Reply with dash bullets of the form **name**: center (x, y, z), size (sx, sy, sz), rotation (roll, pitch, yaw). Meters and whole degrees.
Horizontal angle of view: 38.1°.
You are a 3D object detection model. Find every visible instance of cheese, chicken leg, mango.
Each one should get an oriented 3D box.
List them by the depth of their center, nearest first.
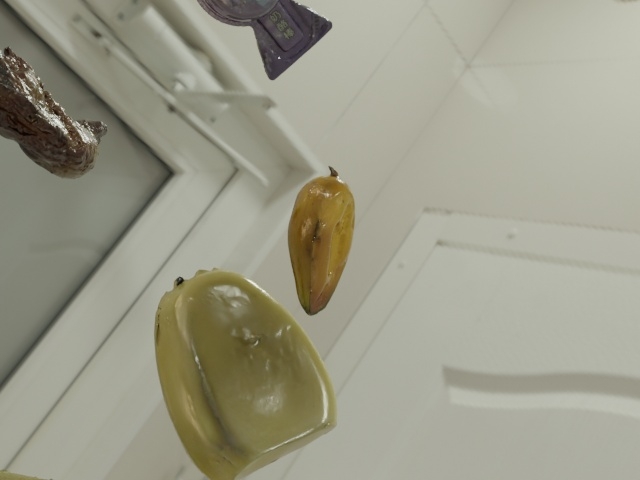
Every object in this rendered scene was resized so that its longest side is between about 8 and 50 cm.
- **cheese**: center (-0.067, -0.259, 0.973), size (0.191, 0.105, 0.042), rotation (44, 7, -43)
- **mango**: center (0.000, 0.000, 1.161), size (0.066, 0.188, 0.101), rotation (9, 7, 32)
- **chicken leg**: center (-0.374, -0.167, 1.256), size (0.177, 0.083, 0.322), rotation (64, 9, 31)
- **cheese**: center (-0.122, 0.182, 1.362), size (0.128, 0.259, 0.316), rotation (-45, -112, 43)

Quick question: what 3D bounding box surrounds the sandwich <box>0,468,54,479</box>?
- **sandwich**: center (-0.387, 0.315, 1.135), size (0.162, 0.058, 0.193), rotation (2, -9, 11)
